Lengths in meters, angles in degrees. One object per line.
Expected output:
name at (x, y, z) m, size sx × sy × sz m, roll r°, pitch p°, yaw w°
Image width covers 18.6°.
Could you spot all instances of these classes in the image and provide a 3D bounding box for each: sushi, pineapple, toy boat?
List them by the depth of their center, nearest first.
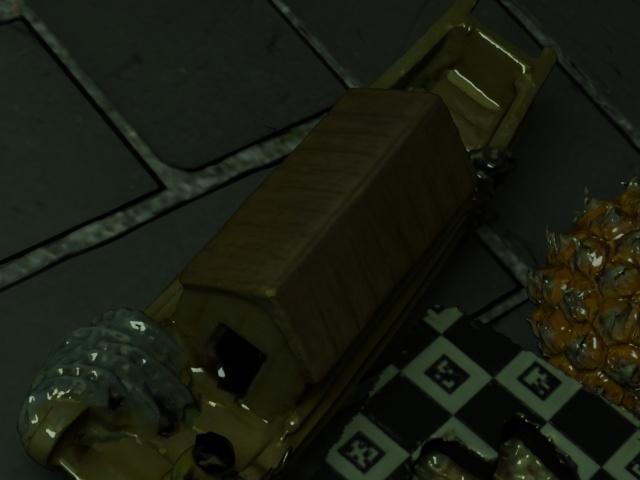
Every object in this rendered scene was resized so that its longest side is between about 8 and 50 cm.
toy boat at (0.000, 0.000, 1.084) m, size 0.136 × 0.162 × 0.445 m, roll 35°, pitch 48°, yaw 7°
sushi at (0.093, 0.154, 1.087) m, size 0.192 × 0.040 × 0.210 m, roll 32°, pitch 50°, yaw 10°
pineapple at (0.223, 0.024, 1.183) m, size 0.176 × 0.137 × 0.161 m, roll 47°, pitch 50°, yaw 12°
